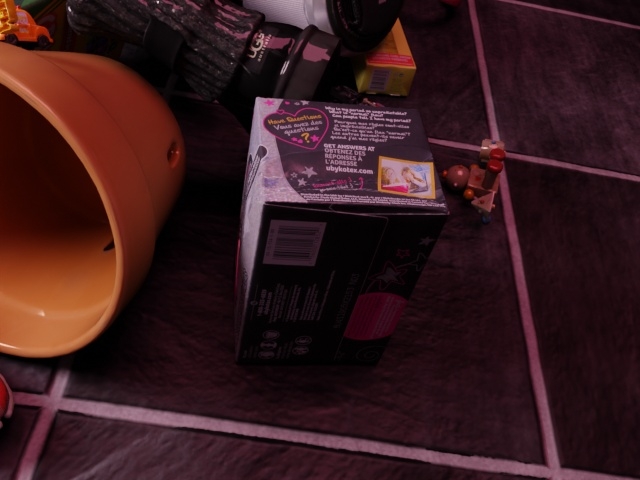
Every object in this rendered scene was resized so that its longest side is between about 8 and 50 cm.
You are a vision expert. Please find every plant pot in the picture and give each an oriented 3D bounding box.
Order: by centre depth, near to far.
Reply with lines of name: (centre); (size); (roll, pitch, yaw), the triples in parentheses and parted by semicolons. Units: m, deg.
plant pot: (-0.267, -0.061, 0.640); (0.291, 0.290, 0.203); (22, 31, 6)

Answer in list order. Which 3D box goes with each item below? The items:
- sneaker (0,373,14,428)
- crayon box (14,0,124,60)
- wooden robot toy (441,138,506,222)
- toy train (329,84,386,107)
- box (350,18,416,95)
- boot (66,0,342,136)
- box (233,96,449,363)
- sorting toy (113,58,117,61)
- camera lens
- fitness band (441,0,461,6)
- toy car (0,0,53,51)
sneaker: (-0.392, 0.084, 0.567); (0.279, 0.118, 0.107); (30, 50, 13)
crayon box: (-0.318, -0.268, 0.783); (0.081, 0.202, 0.318); (42, 51, -3)
wooden robot toy: (0.210, -0.097, 0.906); (0.079, 0.076, 0.173); (12, 46, 12)
toy train: (0.083, -0.191, 0.986); (0.158, 0.027, 0.036); (35, 40, 18)
box: (0.090, -0.334, 1.090); (0.087, 0.058, 0.232); (2, 49, -11)
boot: (-0.116, -0.207, 0.749); (0.260, 0.348, 0.131); (23, 84, -1)
box: (0.000, 0.000, 0.646); (0.163, 0.247, 0.142); (3, 48, -11)
sorting toy: (-0.326, -0.254, 0.940); (0.102, 0.042, 0.061); (42, 68, 7)
camera lens: (-0.022, -0.406, 0.984); (0.274, 0.219, 0.219); (23, 45, 32)
fitness band: (0.144, -0.528, 1.228); (0.291, 0.054, 0.209); (34, 25, 8)
toy car: (-0.269, -0.200, 0.595); (0.060, 0.040, 0.122); (-11, 10, -32)
